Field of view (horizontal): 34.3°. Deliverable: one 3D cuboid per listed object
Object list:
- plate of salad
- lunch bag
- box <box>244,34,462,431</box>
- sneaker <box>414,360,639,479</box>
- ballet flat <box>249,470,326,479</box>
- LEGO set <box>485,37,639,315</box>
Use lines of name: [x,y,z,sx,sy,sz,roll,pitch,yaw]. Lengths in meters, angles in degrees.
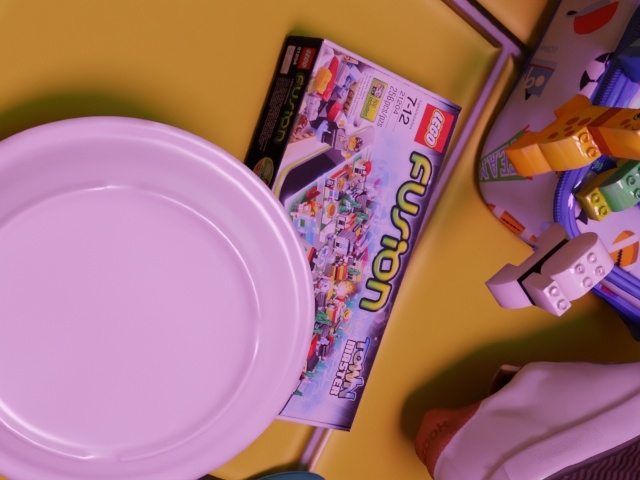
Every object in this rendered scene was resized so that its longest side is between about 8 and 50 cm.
plate of salad: [-0.103,0.035,0.509,0.199,0.048,0.200,-3,109,-10]
lunch bag: [0.259,-0.052,0.725,0.303,0.115,0.243,28,87,-36]
box: [0.000,0.000,0.596,0.114,0.036,0.207,18,92,-38]
sneaker: [0.192,0.110,0.704,0.290,0.123,0.106,-9,120,-32]
ballet flat: [-0.047,0.167,0.612,0.114,0.041,0.041,-10,108,-33]
LEGO set: [0.183,-0.055,0.560,0.227,0.093,0.087,-39,109,-9]
